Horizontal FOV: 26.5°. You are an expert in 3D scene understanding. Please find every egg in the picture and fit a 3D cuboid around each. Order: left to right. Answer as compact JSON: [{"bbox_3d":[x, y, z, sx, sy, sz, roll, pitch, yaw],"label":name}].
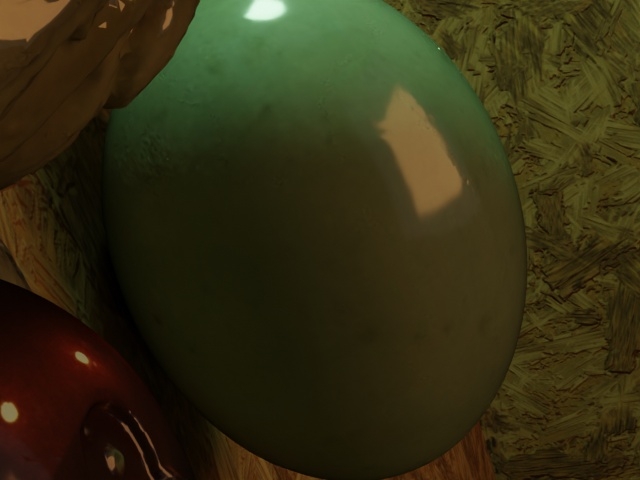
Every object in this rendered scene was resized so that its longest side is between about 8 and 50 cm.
[{"bbox_3d":[0.000,0.000,0.928,0.276,0.276,0.389,-88,163,-54],"label":"egg"}]

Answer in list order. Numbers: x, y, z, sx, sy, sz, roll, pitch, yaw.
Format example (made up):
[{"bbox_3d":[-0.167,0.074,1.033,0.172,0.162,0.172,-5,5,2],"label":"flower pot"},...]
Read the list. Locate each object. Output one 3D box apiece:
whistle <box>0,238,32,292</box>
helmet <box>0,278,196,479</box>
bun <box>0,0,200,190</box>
[{"bbox_3d":[-0.137,0.104,0.701,0.068,0.057,0.326,-83,158,-52],"label":"whistle"},{"bbox_3d":[-0.129,0.104,0.407,0.216,0.189,0.193,47,28,-53],"label":"helmet"},{"bbox_3d":[-0.159,-0.178,0.523,0.359,0.210,0.360,-14,90,-79],"label":"bun"}]
